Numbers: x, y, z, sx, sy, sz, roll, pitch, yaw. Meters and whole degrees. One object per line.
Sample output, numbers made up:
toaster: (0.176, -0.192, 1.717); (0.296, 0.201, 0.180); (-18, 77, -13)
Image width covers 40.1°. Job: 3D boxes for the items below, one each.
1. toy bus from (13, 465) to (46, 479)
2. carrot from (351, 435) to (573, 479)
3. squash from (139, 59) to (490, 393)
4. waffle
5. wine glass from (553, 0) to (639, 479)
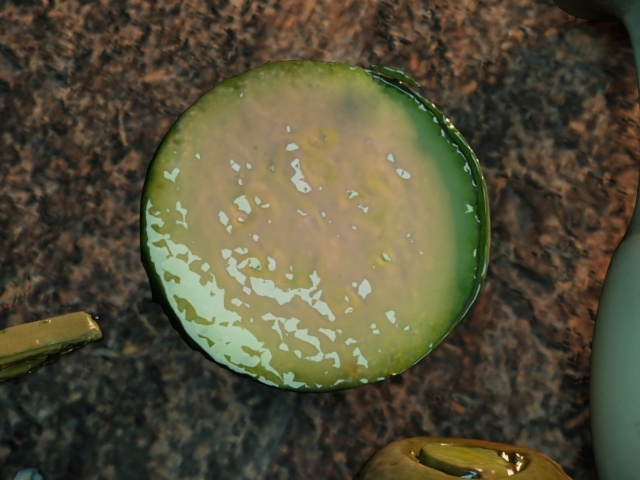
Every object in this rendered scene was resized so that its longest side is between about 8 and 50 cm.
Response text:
toy bus: (-0.234, 0.222, 0.320); (0.190, 0.312, 0.152); (7, 117, 5)
carrot: (0.057, 0.244, 0.398); (0.139, 0.138, 0.301); (8, 83, 4)
squash: (0.000, 0.000, 0.461); (0.170, 0.123, 0.170); (-1, 76, 2)
waffle: (-0.209, 0.082, 0.506); (0.153, 0.097, 0.023); (-15, 72, -34)
wine glass: (0.266, -0.009, 0.448); (0.264, 0.096, 0.309); (-4, 76, 13)
